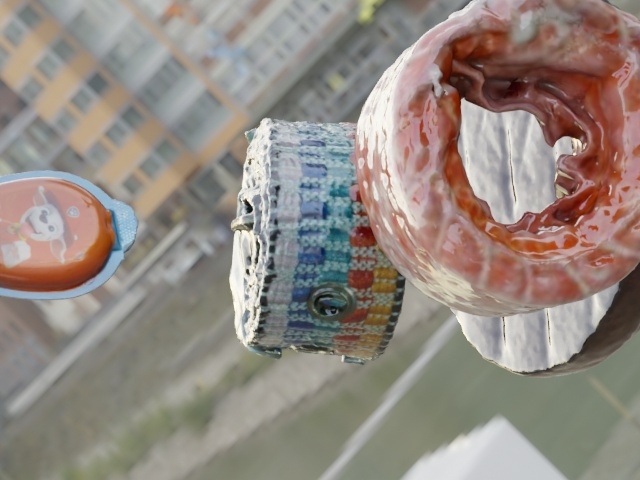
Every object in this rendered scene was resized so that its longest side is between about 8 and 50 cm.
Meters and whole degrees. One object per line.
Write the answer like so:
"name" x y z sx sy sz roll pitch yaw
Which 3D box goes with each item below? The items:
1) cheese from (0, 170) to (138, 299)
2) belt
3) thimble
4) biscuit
"cheese" -0.250 0.000 1.328 0.256 0.106 0.037 -4 -31 -20
"belt" 0.000 0.000 1.624 0.257 0.150 0.207 158 117 -82
"thimble" 0.148 -0.066 1.423 0.239 0.239 0.162 -46 5 -9
"biscuit" 0.230 -0.065 1.951 0.091 0.407 0.407 -3 -18 -27
